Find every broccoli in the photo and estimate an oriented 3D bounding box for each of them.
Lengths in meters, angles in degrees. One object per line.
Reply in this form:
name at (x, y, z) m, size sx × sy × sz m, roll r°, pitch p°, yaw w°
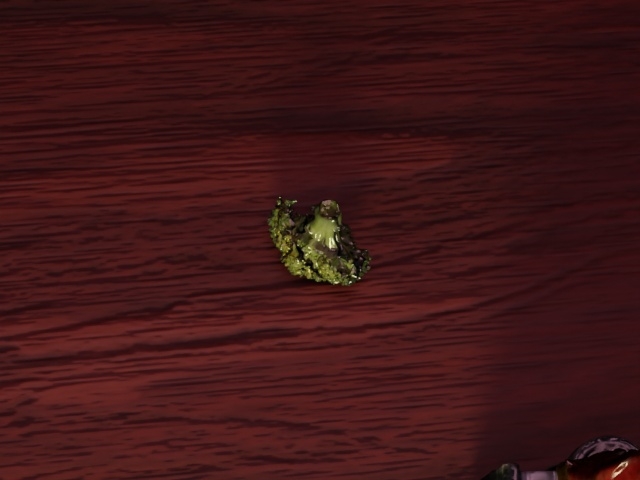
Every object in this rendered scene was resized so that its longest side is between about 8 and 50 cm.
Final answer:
broccoli at (0.000, 0.000, 1.506) m, size 0.095 × 0.092 × 0.097 m, roll -4°, pitch 53°, yaw -20°

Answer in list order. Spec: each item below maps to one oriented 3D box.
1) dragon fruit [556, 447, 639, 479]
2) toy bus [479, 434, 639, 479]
dragon fruit at (0.343, 0.217, 1.154) m, size 0.302 × 0.330 × 0.240 m, roll 28°, pitch 54°, yaw 7°
toy bus at (0.374, 0.318, 1.365) m, size 0.440 × 0.209 × 0.249 m, roll 0°, pitch 73°, yaw -4°
